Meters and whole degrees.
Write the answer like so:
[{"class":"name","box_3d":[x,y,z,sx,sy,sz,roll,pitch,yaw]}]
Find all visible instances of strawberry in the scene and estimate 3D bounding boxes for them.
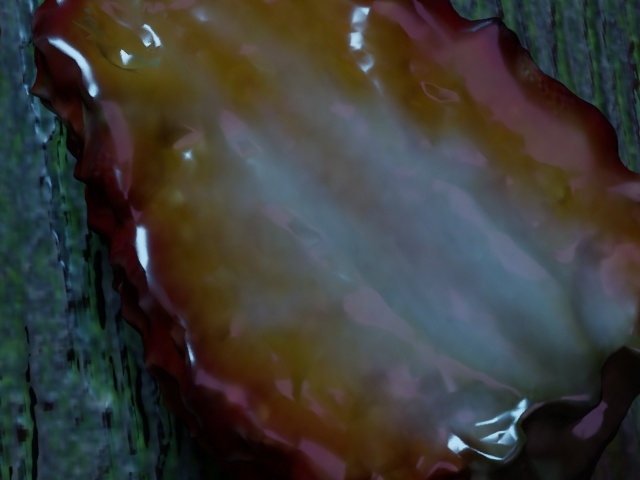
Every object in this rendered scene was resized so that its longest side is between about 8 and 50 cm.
[{"class":"strawberry","box_3d":[0.000,0.000,0.896,0.336,0.149,0.265,45,62,3]}]
